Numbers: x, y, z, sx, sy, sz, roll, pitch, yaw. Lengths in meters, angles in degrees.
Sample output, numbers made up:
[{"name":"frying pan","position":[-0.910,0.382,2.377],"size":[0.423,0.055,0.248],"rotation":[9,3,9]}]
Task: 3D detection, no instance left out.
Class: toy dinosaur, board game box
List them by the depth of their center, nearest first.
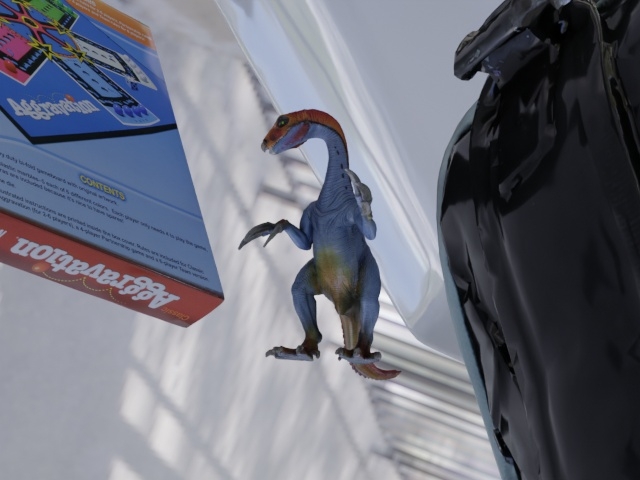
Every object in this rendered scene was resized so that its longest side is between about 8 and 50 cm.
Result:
[{"name":"toy dinosaur","position":[0.000,0.000,0.580],"size":[0.090,0.047,0.082],"rotation":[52,39,-72]},{"name":"board game box","position":[-0.149,-0.068,0.601],"size":[0.281,0.027,0.145],"rotation":[25,40,-47]}]

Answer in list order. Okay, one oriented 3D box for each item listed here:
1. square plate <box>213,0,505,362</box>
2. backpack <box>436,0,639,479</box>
[{"name":"square plate","position":[0.064,-0.067,0.647],"size":[0.049,0.347,0.344],"rotation":[-39,115,-18]},{"name":"backpack","position":[0.144,0.059,0.314],"size":[0.225,0.191,0.253],"rotation":[-35,-123,55]}]
